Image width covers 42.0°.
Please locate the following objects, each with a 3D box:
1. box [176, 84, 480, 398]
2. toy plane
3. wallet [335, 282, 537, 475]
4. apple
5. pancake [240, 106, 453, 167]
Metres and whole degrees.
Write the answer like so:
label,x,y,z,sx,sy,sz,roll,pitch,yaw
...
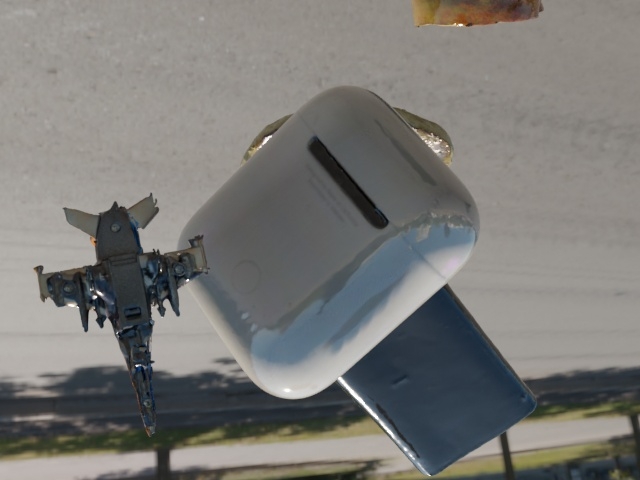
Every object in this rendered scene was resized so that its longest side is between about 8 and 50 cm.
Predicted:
label,x,y,z,sx,sy,sz,roll,pitch,yaw
box,-0.001,0.000,1.023,0.349,0.288,0.141,-43,155,10
toy plane,-0.148,0.056,0.651,0.135,0.188,0.062,-9,160,-17
wallet,0.151,0.194,1.267,0.228,0.062,0.406,-36,124,6
apple,0.286,-0.487,1.526,0.251,0.163,0.293,-3,-159,9
pancake,0.040,-0.125,1.387,0.356,0.065,0.356,-6,154,-3
